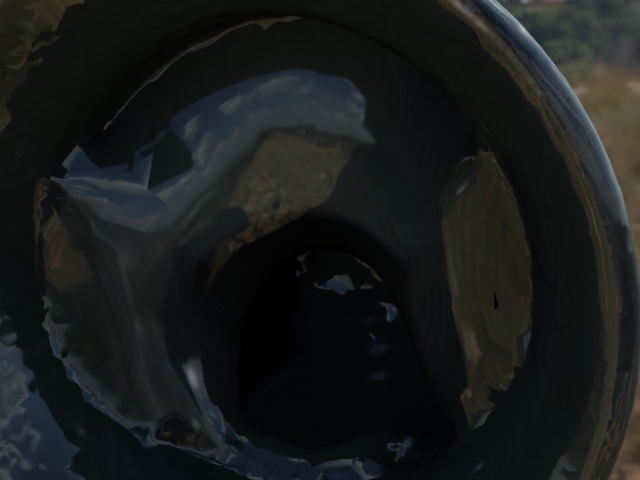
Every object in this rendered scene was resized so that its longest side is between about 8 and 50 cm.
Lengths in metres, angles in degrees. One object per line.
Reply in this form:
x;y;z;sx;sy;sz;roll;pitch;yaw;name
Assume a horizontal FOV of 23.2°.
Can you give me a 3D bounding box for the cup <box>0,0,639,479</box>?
0.000;0.000;0.446;0.199;0.199;0.150;1;13;18;cup
